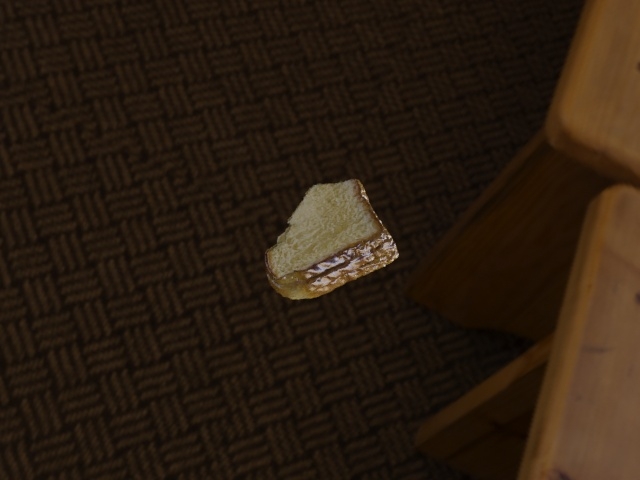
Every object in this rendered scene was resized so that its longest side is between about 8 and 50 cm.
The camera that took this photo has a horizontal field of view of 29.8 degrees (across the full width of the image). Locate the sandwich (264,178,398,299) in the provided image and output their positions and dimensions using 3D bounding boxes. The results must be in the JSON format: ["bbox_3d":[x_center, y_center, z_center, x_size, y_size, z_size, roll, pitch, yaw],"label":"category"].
[{"bbox_3d":[0.000,0.000,0.963,0.104,0.036,0.093,-29,44,-3],"label":"sandwich"}]
